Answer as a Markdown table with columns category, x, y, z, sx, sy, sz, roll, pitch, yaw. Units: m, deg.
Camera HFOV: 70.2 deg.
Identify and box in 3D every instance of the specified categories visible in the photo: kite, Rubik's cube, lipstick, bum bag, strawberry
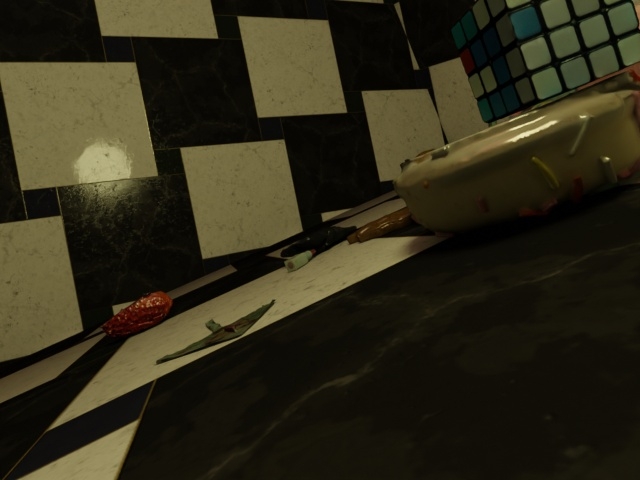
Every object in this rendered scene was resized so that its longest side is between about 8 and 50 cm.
| category | x | y | z | sx | sy | sz | roll | pitch | yaw |
| --- | --- | --- | --- | --- | --- | --- | --- | --- | --- |
| kite | -0.174 | 0.150 | 0.773 | 0.229 | 0.012 | 0.250 | -24 | 3 | -25 |
| Rubik's cube | 0.291 | -0.264 | 0.602 | 0.155 | 0.154 | 0.151 | -23 | 6 | -3 |
| lipstick | -0.044 | 0.045 | 1.186 | 0.030 | 0.030 | 0.129 | -21 | 5 | 33 |
| bum bag | 0.000 | 0.000 | 1.314 | 0.123 | 0.060 | 0.248 | -20 | 4 | 43 |
| strawberry | -0.486 | 0.212 | 1.231 | 0.188 | 0.082 | 0.121 | -34 | -13 | -14 |

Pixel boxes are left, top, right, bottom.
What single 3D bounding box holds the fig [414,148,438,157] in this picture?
| category | x | y | z | sx | sy | sz | roll | pitch | yaw |
| --- | --- | --- | --- | --- | --- | --- | --- | --- | --- |
| fig | 0.308 | -0.143 | 0.973 | 0.259 | 0.151 | 0.151 | -14 | 9 | 39 |

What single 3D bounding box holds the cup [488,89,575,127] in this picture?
| category | x | y | z | sx | sy | sz | roll | pitch | yaw |
| --- | --- | --- | --- | --- | --- | --- | --- | --- | --- |
| cup | 0.711 | -0.478 | 1.378 | 0.401 | 0.392 | 0.310 | -30 | 1 | -16 |

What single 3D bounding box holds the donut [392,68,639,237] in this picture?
| category | x | y | z | sx | sy | sz | roll | pitch | yaw |
| --- | --- | --- | --- | --- | --- | --- | --- | --- | --- |
| donut | 0.303 | -0.121 | 0.705 | 0.383 | 0.142 | 0.382 | -23 | 6 | 2 |

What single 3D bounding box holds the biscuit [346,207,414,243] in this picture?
| category | x | y | z | sx | sy | sz | roll | pitch | yaw |
| --- | --- | --- | --- | --- | --- | --- | --- | --- | --- |
| biscuit | 0.165 | -0.044 | 1.162 | 0.215 | 0.034 | 0.182 | -22 | 4 | 12 |

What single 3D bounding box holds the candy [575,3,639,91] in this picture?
| category | x | y | z | sx | sy | sz | roll | pitch | yaw |
| --- | --- | --- | --- | --- | --- | --- | --- | --- | --- |
| candy | 0.600 | -0.319 | 0.871 | 0.094 | 0.255 | 0.255 | -24 | 5 | -7 |

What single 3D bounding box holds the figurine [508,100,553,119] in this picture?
| category | x | y | z | sx | sy | sz | roll | pitch | yaw |
| --- | --- | --- | --- | --- | --- | --- | --- | --- | --- |
| figurine | 0.568 | -0.284 | 1.175 | 0.161 | 0.158 | 0.275 | -63 | 4 | 5 |
